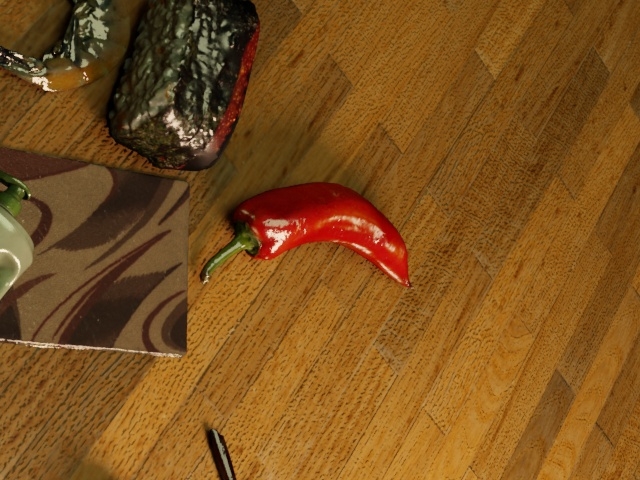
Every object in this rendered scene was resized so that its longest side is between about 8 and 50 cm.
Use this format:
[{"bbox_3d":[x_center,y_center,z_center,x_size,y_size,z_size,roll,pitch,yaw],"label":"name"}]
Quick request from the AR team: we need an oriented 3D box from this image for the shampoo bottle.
[{"bbox_3d":[-0.369,0.027,1.467,0.118,0.087,0.234,42,58,-19],"label":"shampoo bottle"}]

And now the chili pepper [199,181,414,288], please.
[{"bbox_3d":[0.004,-0.006,1.840,0.368,0.092,0.137,3,91,-41],"label":"chili pepper"}]

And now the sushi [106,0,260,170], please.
[{"bbox_3d":[-0.162,-0.198,1.684,0.126,0.136,0.225,22,75,-36],"label":"sushi"}]

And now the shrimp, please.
[{"bbox_3d":[-0.321,-0.290,1.606,0.198,0.051,0.262,-40,113,-40],"label":"shrimp"}]

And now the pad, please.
[{"bbox_3d":[-0.277,0.015,1.620,0.330,0.004,0.220,9,77,-42],"label":"pad"}]

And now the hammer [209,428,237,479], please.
[{"bbox_3d":[-0.100,0.308,1.729,0.065,0.021,0.178,-23,96,-44],"label":"hammer"}]
